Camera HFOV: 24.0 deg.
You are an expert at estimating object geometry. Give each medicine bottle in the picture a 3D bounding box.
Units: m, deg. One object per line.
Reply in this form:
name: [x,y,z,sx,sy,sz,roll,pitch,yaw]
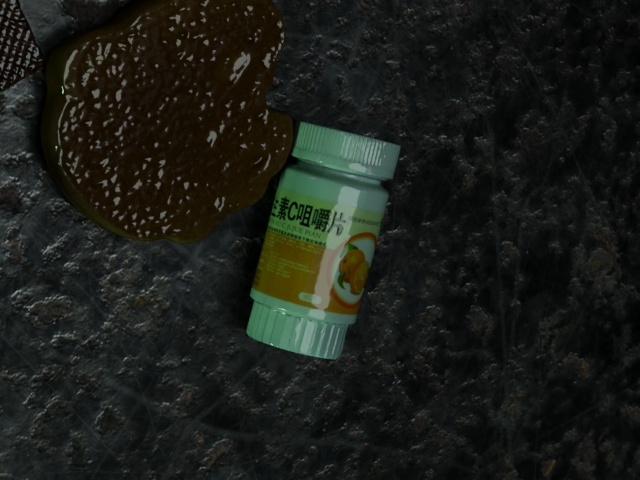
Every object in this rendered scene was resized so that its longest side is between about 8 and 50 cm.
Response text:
medicine bottle: [0.000,0.000,2.132,0.158,0.158,0.318,10,96,-38]

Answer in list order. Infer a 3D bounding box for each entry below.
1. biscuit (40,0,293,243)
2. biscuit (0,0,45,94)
biscuit: [-0.188,-0.175,1.999,0.381,0.074,0.359,-50,127,-18]
biscuit: [-0.438,-0.342,1.697,0.107,0.073,0.388,-35,122,-25]
